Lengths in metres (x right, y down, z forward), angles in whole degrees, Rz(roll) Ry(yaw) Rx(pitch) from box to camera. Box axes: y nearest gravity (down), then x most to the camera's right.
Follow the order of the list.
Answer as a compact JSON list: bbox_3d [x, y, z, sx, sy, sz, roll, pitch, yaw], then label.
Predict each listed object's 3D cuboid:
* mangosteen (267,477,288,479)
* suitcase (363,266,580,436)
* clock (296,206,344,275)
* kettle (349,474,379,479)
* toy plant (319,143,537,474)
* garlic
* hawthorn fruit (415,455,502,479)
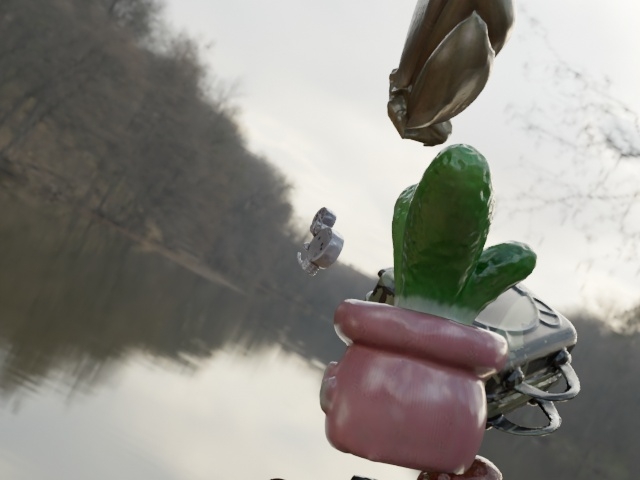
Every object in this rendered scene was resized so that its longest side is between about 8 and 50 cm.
[{"bbox_3d":[-0.027,0.373,1.312,0.145,0.156,0.181,-2,2,33],"label":"mangosteen"},{"bbox_3d":[0.249,0.183,1.727,0.339,0.194,0.351,40,29,27],"label":"suitcase"},{"bbox_3d":[0.000,0.000,1.771,0.041,0.087,0.129,31,29,-24],"label":"clock"},{"bbox_3d":[0.122,0.494,1.442,0.203,0.308,0.262,1,30,-22],"label":"kettle"},{"bbox_3d":[0.126,0.088,1.247,0.210,0.356,0.317,18,-5,0],"label":"toy plant"},{"bbox_3d":[0.199,-0.308,1.609,0.132,0.279,0.325,13,-42,-17],"label":"garlic"},{"bbox_3d":[0.224,0.405,1.745,0.137,0.133,0.133,14,2,-17],"label":"hawthorn fruit"}]
